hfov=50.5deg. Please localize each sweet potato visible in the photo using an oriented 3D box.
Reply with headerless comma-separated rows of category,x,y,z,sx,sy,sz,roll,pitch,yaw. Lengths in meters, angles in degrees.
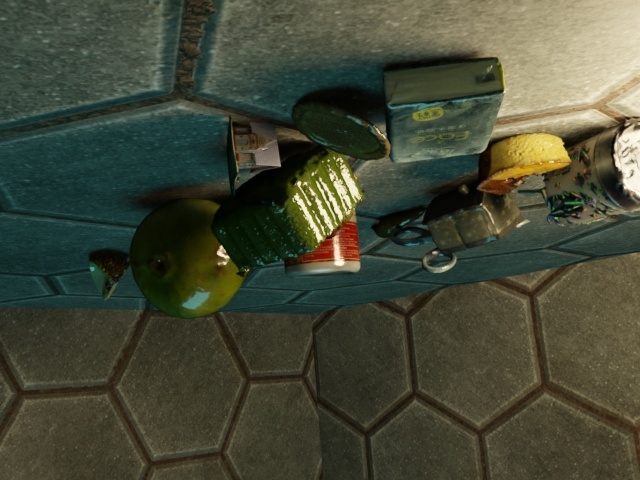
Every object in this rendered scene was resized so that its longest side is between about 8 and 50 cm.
sweet potato,0.219,-0.049,2.009,0.069,0.059,0.249,-20,175,-35

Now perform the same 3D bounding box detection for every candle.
candle,0.584,-0.130,1.477,0.187,0.187,0.330,2,168,-27

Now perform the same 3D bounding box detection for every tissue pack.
tissue pack,0.203,-0.218,1.159,0.185,0.081,0.257,-5,167,6

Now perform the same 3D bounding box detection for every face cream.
face cream,0.000,0.000,1.801,0.201,0.187,0.201,-5,173,-1

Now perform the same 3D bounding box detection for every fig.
fig,-0.302,0.035,1.691,0.316,0.316,0.316,-4,168,-1

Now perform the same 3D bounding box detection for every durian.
durian,-0.694,0.118,2.251,0.144,0.139,0.252,-2,168,-31

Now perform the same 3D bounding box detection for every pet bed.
pet bed,0.384,-0.075,1.754,0.183,0.159,0.211,-32,-171,-39

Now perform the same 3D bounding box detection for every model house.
model house,-0.124,-0.156,1.259,0.088,0.117,0.167,-6,165,-12

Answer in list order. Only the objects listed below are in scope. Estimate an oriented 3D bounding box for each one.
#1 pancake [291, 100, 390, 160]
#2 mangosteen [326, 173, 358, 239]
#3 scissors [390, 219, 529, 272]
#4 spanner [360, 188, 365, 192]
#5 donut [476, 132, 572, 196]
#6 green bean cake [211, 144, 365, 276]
pancake,0.035,-0.191,1.205,0.199,0.021,0.199,20,167,5
mangosteen,0.014,-0.077,1.586,0.181,0.145,0.156,-14,162,37
scissors,0.409,-0.023,1.922,0.384,0.029,0.256,-20,-149,-17
spanner,0.013,-0.112,1.744,0.209,0.012,0.046,-8,167,18
donut,0.414,-0.169,1.455,0.141,0.085,0.217,4,164,-33
green bean cake,-0.072,-0.070,1.368,0.250,0.156,0.247,-14,-156,41
